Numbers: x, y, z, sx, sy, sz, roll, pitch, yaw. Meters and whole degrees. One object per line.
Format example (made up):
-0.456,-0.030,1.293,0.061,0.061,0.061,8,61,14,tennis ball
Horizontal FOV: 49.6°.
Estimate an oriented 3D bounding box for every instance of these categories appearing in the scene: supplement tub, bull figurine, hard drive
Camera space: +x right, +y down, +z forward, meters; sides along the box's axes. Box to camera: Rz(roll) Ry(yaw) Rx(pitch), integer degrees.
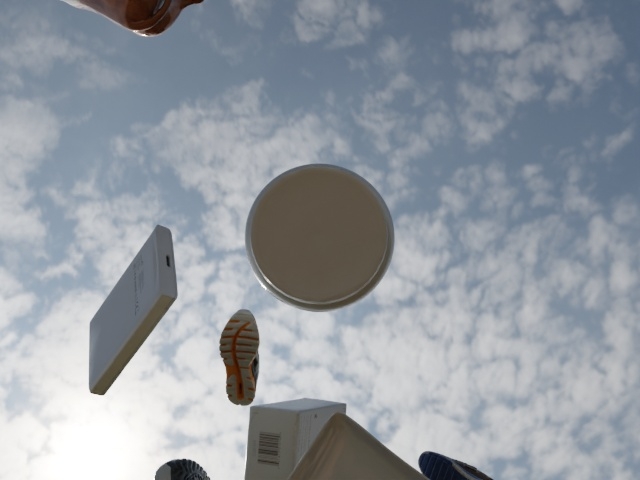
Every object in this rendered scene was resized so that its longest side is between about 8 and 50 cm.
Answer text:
0.000,0.000,1.183,0.241,0.331,0.240,0,-93,1,supplement tub
-0.290,-0.381,0.975,0.188,0.310,0.101,-45,-28,-17,bull figurine
-0.442,0.163,1.612,0.047,0.233,0.353,23,-59,-32,hard drive

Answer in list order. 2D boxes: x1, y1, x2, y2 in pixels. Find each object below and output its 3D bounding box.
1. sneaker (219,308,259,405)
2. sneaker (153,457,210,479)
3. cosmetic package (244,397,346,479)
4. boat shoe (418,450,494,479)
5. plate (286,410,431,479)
-0.167,0.241,1.475,0.084,0.083,0.214,7,-71,6,sneaker
-0.234,0.495,1.140,0.147,0.145,0.384,-8,-48,-4,sneaker
-0.060,0.572,1.982,0.156,0.217,0.385,1,-7,23,cosmetic package
0.282,0.477,1.381,0.066,0.183,0.066,3,-69,-62,boat shoe
0.057,0.460,1.085,0.278,0.277,0.045,-54,-21,-9,plate
